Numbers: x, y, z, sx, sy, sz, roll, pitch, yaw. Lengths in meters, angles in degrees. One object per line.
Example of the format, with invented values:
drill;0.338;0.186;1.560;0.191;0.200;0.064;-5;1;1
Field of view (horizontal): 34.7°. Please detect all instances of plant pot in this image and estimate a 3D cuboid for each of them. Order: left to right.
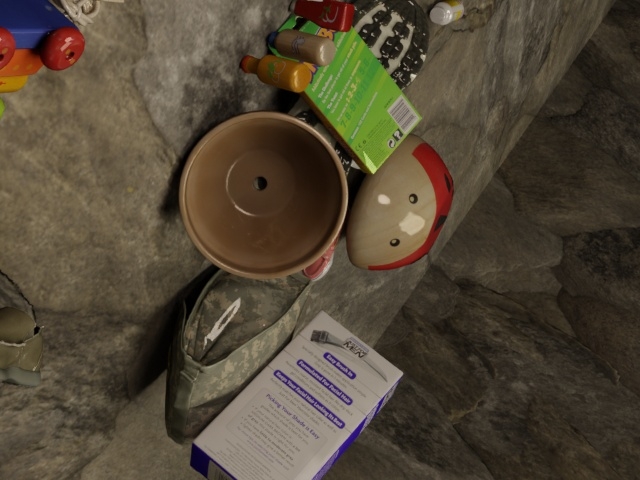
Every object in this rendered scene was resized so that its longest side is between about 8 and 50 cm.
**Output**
plant pot;-0.084;-0.071;1.465;0.237;0.237;0.110;-59;-167;8

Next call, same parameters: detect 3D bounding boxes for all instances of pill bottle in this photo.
pill bottle;0.238;-0.434;1.948;0.083;0.043;0.043;-32;151;-55

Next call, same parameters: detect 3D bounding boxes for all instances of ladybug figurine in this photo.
ladybug figurine;0.182;-0.070;2.186;0.449;0.162;0.305;-31;142;-72

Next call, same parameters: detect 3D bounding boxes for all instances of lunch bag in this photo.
lunch bag;-0.168;0.185;1.740;0.287;0.169;0.235;-48;163;-43

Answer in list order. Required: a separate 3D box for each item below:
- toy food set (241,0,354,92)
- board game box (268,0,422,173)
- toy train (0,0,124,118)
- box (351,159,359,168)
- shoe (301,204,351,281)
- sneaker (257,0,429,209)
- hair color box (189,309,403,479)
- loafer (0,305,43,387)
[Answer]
toy food set;-0.027;-0.322;1.366;0.111;0.105;0.232;-11;115;-50
board game box;0.034;-0.231;1.503;0.124;0.039;0.259;-49;119;-16
toy train;-0.277;-0.156;0.909;0.143;0.105;0.248;-52;167;24
box;0.051;-0.185;1.780;0.087;0.101;0.102;-59;162;10
shoe;0.000;0.000;2.068;0.178;0.063;0.081;-64;162;7
sneaker;0.016;-0.226;1.633;0.410;0.158;0.182;-55;-165;-10
hair color box;-0.038;0.297;1.713;0.339;0.185;0.110;-44;163;-30
loafer;-0.380;0.114;1.165;0.251;0.094;0.087;86;14;-79
